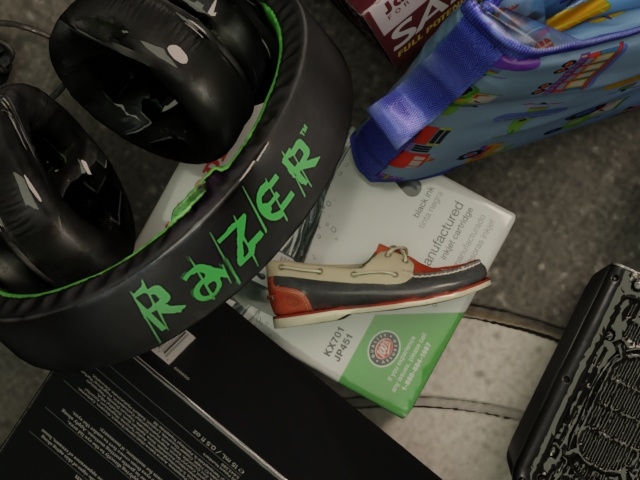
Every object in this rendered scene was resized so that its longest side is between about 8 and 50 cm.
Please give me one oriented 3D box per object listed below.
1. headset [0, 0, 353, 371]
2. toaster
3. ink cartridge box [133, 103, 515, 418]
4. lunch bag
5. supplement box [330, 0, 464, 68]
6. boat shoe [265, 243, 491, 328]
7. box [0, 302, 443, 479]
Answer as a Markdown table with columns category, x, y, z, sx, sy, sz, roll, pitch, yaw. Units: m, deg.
| category | x | y | z | sx | sy | sz | roll | pitch | yaw |
| --- | --- | --- | --- | --- | --- | --- | --- | --- | --- |
| headset | -0.147 | -0.082 | 0.846 | 0.243 | 0.394 | 0.185 | -47 | 124 | -7 |
| toaster | 0.220 | 0.126 | 0.944 | 0.168 | 0.110 | 0.185 | 25 | 90 | 4 |
| ink cartridge box | 0.000 | 0.000 | 0.968 | 0.208 | 0.087 | 0.153 | 28 | 90 | 4 |
| lunch bag | 0.151 | -0.123 | 0.850 | 0.293 | 0.221 | 0.138 | -31 | 87 | -22 |
| supplement box | 0.017 | -0.235 | 0.931 | 0.130 | 0.073 | 0.239 | -40 | 59 | 2 |
| boat shoe | 0.034 | 0.024 | 0.900 | 0.137 | 0.049 | 0.043 | -9 | 86 | 6 |
| box | -0.060 | 0.164 | 0.924 | 0.261 | 0.103 | 0.184 | 40 | 122 | 3 |
